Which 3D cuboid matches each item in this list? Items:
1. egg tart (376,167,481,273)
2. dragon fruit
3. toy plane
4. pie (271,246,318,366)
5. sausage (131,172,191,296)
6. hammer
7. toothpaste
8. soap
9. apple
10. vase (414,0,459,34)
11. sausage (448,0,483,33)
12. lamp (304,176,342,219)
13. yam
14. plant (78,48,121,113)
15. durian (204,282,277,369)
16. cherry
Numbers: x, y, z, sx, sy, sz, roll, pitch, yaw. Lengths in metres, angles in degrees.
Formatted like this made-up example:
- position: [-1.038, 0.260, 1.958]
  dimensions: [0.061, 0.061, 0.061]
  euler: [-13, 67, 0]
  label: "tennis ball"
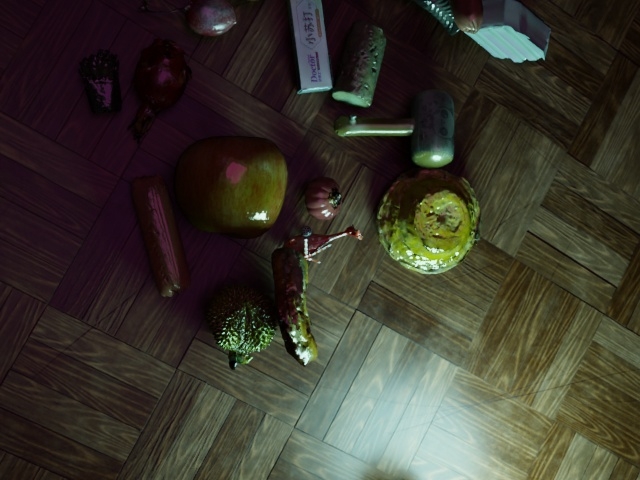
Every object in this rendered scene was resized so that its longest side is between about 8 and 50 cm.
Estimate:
- position: [0.289, -0.052, 1.945]
  dimensions: [0.295, 0.116, 0.294]
  euler: [0, 89, -16]
  label: "egg tart"
- position: [-0.381, -0.341, 1.754]
  dimensions: [0.125, 0.125, 0.246]
  euler: [23, 101, -29]
  label: "dragon fruit"
- position: [-0.003, -0.003, 1.856]
  dimensions: [0.126, 0.194, 0.077]
  euler: [30, 37, -50]
  label: "toy plane"
- position: [-0.060, 0.150, 1.750]
  dimensions: [0.086, 0.308, 0.308]
  euler: [-7, 93, -2]
  label: "pie"
- position: [-0.369, -0.013, 1.768]
  dimensions: [0.086, 0.086, 0.289]
  euler: [-15, 94, -15]
  label: "sausage"
- position: [0.185, -0.287, 1.920]
  dimensions: [0.306, 0.113, 0.201]
  euler: [3, 74, -5]
  label: "hammer"
- position: [-0.032, -0.520, 1.866]
  dimensions: [0.089, 0.071, 0.312]
  euler: [-8, 94, -12]
  label: "toothpaste"
- position: [0.487, -0.540, 1.962]
  dimensions: [0.230, 0.145, 0.091]
  euler: [15, 82, -51]
  label: "soap"
- position: [-0.201, -0.117, 1.728]
  dimensions: [0.264, 0.264, 0.264]
  euler: [0, 91, -16]
  label: "apple"
- position: [0.269, -0.625, 1.937]
  dimensions: [0.237, 0.115, 0.115]
  euler: [33, 82, -20]
  label: "vase"
- position: [0.348, -0.704, 1.913]
  dimensions: [0.088, 0.088, 0.433]
  euler: [3, 69, -16]
  label: "sausage"
- position: [0.007, -0.103, 1.872]
  dimensions: [0.107, 0.092, 0.107]
  euler: [-6, 98, -51]
  label: "lamp"
- position: [0.098, -0.436, 1.884]
  dimensions: [0.107, 0.107, 0.194]
  euler: [16, 85, -16]
  label: "yam"
- position: [-0.494, -0.360, 1.726]
  dimensions: [0.092, 0.094, 0.143]
  euler: [-7, 105, -2]
  label: "plant"
- position: [-0.179, 0.188, 1.797]
  dimensions: [0.159, 0.146, 0.198]
  euler: [-22, 124, 7]
  label: "durian"
- position: [-0.304, -0.546, 1.779]
  dimensions: [0.226, 0.090, 0.107]
  euler: [19, 98, -7]
  label: "cherry"
